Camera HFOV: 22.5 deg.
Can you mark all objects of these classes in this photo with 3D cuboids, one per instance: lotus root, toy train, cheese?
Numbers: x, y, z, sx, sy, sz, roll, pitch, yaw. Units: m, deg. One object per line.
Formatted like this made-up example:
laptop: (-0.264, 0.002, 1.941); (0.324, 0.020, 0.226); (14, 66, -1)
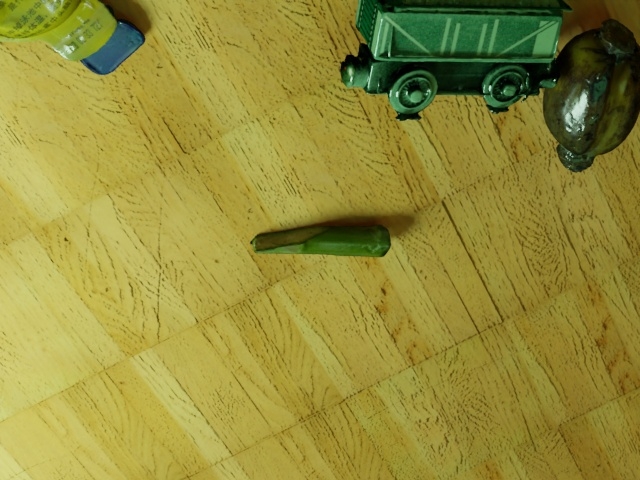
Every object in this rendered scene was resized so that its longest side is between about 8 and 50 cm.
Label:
lotus root: (0.334, -0.176, 1.976); (0.120, 0.120, 0.210); (1, 128, -17)
toy train: (0.154, -0.230, 1.884); (0.269, 0.115, 0.154); (-1, 119, -15)
cheese: (-0.296, -0.257, 1.758); (0.156, 0.064, 0.250); (-37, 138, 15)

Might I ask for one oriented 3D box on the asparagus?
asparagus: (0.000, 0.000, 2.062); (0.178, 0.041, 0.045); (1, 171, -16)
